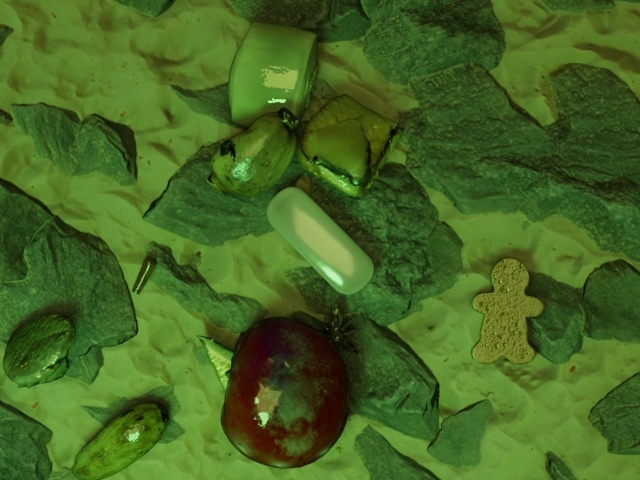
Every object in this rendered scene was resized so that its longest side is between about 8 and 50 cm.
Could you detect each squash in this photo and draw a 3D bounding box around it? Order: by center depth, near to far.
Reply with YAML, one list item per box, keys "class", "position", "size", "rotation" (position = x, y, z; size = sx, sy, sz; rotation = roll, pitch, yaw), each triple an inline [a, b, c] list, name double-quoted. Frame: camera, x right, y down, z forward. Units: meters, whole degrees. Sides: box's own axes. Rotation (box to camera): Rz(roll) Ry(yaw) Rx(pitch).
- class: "squash"
  position: [-0.212, 0.347, 1.887]
  size: [0.252, 0.093, 0.169]
  rotation: [29, 75, 2]

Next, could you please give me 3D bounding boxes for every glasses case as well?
- class: "glasses case"
  position: [0.000, 0.000, 1.908]
  size: [0.113, 0.075, 0.297]
  rotation: [-44, 85, 1]

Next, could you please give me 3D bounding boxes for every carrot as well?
- class: "carrot"
  position: [-0.418, 0.083, 1.945]
  size: [0.032, 0.032, 0.093]
  rotation: [25, 93, 4]

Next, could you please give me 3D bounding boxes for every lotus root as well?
- class: "lotus root"
  position: [-0.150, -0.186, 1.830]
  size: [0.257, 0.154, 0.140]
  rotation: [-45, 53, 16]
- class: "lotus root"
  position: [-0.461, 0.470, 1.894]
  size: [0.258, 0.097, 0.110]
  rotation: [-39, 89, 4]

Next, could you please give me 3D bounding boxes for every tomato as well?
- class: "tomato"
  position: [-0.065, 0.320, 1.773]
  size: [0.290, 0.176, 0.334]
  rotation: [15, 73, -4]

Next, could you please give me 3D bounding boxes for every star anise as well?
- class: "star anise"
  position: [0.036, 0.205, 1.901]
  size: [0.124, 0.056, 0.129]
  rotation: [-3, 102, 0]

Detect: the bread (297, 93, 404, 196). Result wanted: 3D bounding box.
- class: "bread"
  position: [0.049, -0.207, 1.878]
  size: [0.204, 0.162, 0.262]
  rotation: [35, 47, 5]

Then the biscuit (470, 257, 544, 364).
- class: "biscuit"
  position: [0.431, 0.164, 1.900]
  size: [0.165, 0.036, 0.250]
  rotation: [3, 90, 2]

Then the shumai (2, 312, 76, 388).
- class: "shumai"
  position: [-0.634, 0.271, 1.902]
  size: [0.201, 0.120, 0.201]
  rotation: [-17, 44, 17]

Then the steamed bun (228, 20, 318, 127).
- class: "steamed bun"
  position: [-0.113, -0.380, 1.894]
  size: [0.200, 0.155, 0.250]
  rotation: [13, 86, 2]
